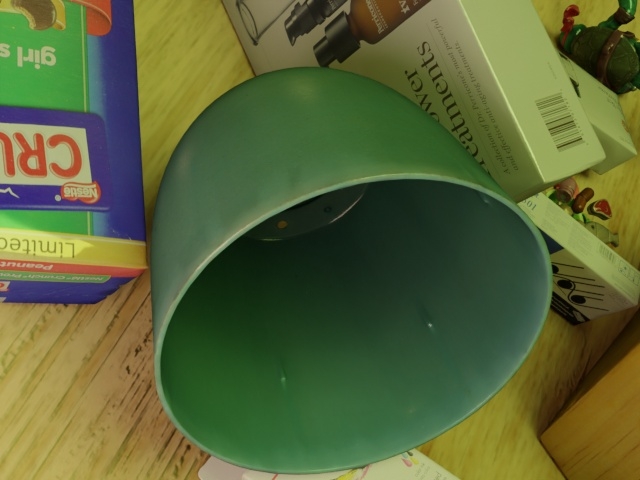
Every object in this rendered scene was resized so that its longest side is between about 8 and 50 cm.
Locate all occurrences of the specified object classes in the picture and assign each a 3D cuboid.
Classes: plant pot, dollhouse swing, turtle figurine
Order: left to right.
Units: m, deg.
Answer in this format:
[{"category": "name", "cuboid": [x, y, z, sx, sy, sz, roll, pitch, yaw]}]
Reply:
[{"category": "plant pot", "cuboid": [0.000, 0.000, 0.788, 0.293, 0.293, 0.235, 15, 32, -29]}, {"category": "turtle figurine", "cuboid": [0.393, -0.242, 1.275, 0.118, 0.175, 0.234, -39, 54, -21]}, {"category": "dollhouse swing", "cuboid": [0.473, 0.177, 1.079, 0.305, 0.315, 0.347, 42, 51, 13]}]

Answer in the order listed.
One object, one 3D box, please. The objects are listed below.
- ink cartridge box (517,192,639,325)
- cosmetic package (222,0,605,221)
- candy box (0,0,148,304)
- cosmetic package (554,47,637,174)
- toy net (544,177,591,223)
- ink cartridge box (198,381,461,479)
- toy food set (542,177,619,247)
[{"category": "ink cartridge box", "cuboid": [0.249, 0.013, 1.100, 0.207, 0.097, 0.046, 36, 56, -18]}, {"category": "cosmetic package", "cuboid": [0.058, -0.182, 0.932, 0.097, 0.284, 0.377, -21, 83, -36]}, {"category": "candy box", "cuboid": [-0.287, -0.118, 0.778, 0.268, 0.122, 0.317, 5, 70, -33]}, {"category": "cosmetic package", "cuboid": [0.282, -0.167, 1.173, 0.239, 0.060, 0.099, 22, 51, -41]}, {"category": "toy net", "cuboid": [0.260, -0.103, 1.186, 0.122, 0.045, 0.232, -16, 81, -37]}, {"category": "ink cartridge box", "cuboid": [0.008, 0.204, 0.837, 0.198, 0.067, 0.115, 32, 52, 12]}, {"category": "toy food set", "cuboid": [0.303, -0.036, 1.147, 0.122, 0.019, 0.078, 7, 68, -34]}]
